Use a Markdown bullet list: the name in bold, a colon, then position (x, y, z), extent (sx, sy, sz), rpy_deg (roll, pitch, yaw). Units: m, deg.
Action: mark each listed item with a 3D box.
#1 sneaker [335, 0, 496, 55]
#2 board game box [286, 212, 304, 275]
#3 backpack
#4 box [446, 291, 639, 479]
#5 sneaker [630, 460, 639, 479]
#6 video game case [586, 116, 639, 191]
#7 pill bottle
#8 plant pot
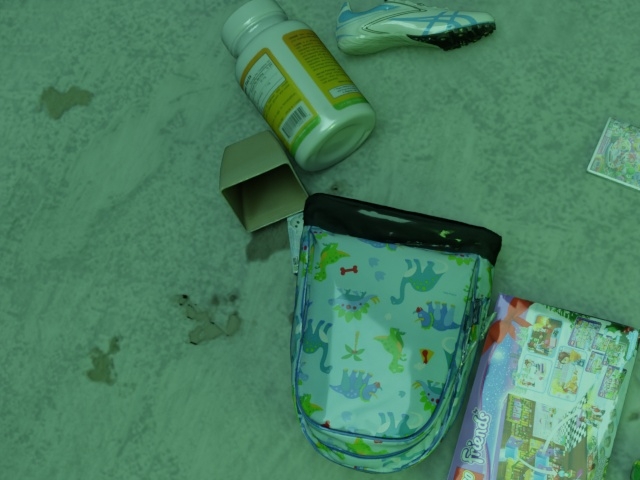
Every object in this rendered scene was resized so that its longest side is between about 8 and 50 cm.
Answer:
- **sneaker**: position (0.138, -0.323, 1.836), extent (0.237, 0.085, 0.086), rpy_deg (-2, 82, 11)
- **board game box**: position (0.000, 0.000, 1.826), extent (0.090, 0.020, 0.090), rpy_deg (-9, 75, 11)
- **backpack**: position (0.082, 0.135, 1.677), extent (0.290, 0.273, 0.356), rpy_deg (13, 94, 2)
- **box**: position (0.300, 0.236, 1.687), extent (0.200, 0.057, 0.293), rpy_deg (15, 81, 14)
- **sneaker**: position (0.487, 0.405, 1.581), extent (0.123, 0.109, 0.295), rpy_deg (-36, 73, -2)
- **video game case**: position (0.448, -0.115, 1.759), extent (0.122, 0.011, 0.087), rpy_deg (22, 83, 16)
- **pill bottle**: position (-0.039, -0.234, 1.827), extent (0.136, 0.136, 0.246), rpy_deg (-36, 73, 2)
- **plant pot**: position (-0.086, -0.095, 1.822), extent (0.109, 0.109, 0.096), rpy_deg (-22, 50, 7)
